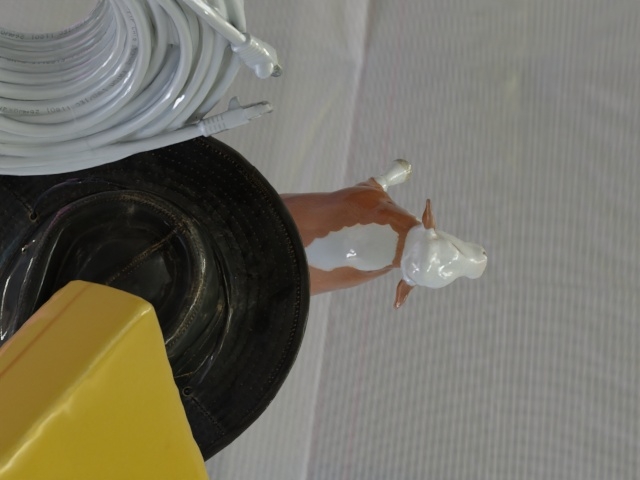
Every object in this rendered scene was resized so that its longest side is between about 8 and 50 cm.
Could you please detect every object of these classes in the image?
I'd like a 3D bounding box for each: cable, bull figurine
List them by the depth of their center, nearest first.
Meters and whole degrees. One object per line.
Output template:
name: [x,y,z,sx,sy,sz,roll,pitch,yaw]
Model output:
cable: [-0.174,-0.142,0.976,0.257,0.257,0.089,-17,-127,12]
bull figurine: [0.000,0.000,1.453,0.310,0.101,0.188,-6,-165,15]

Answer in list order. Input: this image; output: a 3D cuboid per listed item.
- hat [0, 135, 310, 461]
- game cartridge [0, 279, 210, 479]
hat: [-0.172,0.054,1.265,0.331,0.134,0.331,0,-90,1]
game cartridge: [-0.120,0.222,0.579,0.052,0.324,0.285,12,-137,31]
